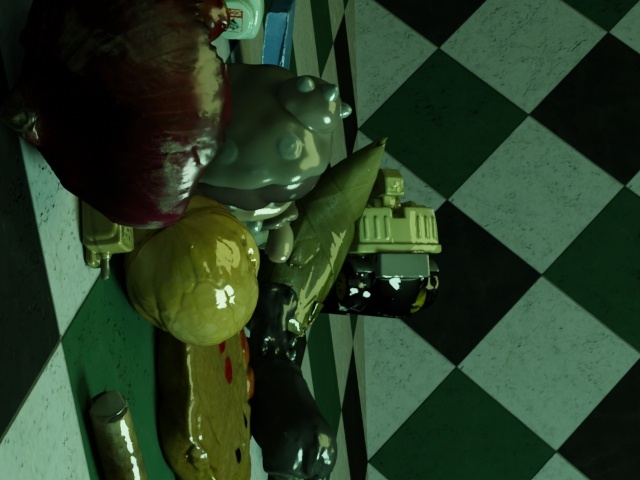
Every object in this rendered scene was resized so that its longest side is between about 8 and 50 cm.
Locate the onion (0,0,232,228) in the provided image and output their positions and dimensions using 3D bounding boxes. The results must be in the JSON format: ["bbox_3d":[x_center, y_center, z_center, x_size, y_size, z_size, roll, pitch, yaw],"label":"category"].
[{"bbox_3d":[-0.207,-0.137,1.325,0.272,0.195,0.272,28,-57,56],"label":"onion"}]

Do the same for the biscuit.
[{"bbox_3d":[-0.143,0.215,1.918,0.359,0.074,0.381,-78,159,-58],"label":"biscuit"}]

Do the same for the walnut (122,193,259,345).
[{"bbox_3d":[-0.146,0.034,1.657,0.207,0.159,0.159,67,20,-52],"label":"walnut"}]

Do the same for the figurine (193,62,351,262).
[{"bbox_3d":[-0.095,-0.094,1.920,0.380,0.248,0.203,97,-11,-58],"label":"figurine"}]

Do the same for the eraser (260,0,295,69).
[{"bbox_3d":[-0.082,-0.251,2.432,0.144,0.042,0.312,-79,177,-67],"label":"eraser"}]

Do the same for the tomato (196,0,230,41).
[{"bbox_3d":[-0.163,-0.315,2.002,0.087,0.075,0.087,-8,90,-82],"label":"tomato"}]

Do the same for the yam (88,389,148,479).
[{"bbox_3d":[-0.198,0.273,1.526,0.046,0.046,0.264,-82,166,-58],"label":"yam"}]

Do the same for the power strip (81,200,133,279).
[{"bbox_3d":[-0.228,-0.110,1.531,0.064,0.044,0.305,50,37,-78],"label":"power strip"}]

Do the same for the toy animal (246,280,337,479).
[{"bbox_3d":[-0.068,0.229,2.137,0.168,0.106,0.343,-56,-144,38],"label":"toy animal"}]

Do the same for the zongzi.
[{"bbox_3d":[0.000,0.000,2.309,0.145,0.300,0.274,31,40,-23],"label":"zongzi"}]

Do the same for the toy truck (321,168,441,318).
[{"bbox_3d":[0.065,0.014,2.569,0.405,0.180,0.254,168,-76,-69],"label":"toy truck"}]

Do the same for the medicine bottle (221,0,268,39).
[{"bbox_3d":[-0.125,-0.384,2.278,0.229,0.083,0.121,-82,173,-62],"label":"medicine bottle"}]
